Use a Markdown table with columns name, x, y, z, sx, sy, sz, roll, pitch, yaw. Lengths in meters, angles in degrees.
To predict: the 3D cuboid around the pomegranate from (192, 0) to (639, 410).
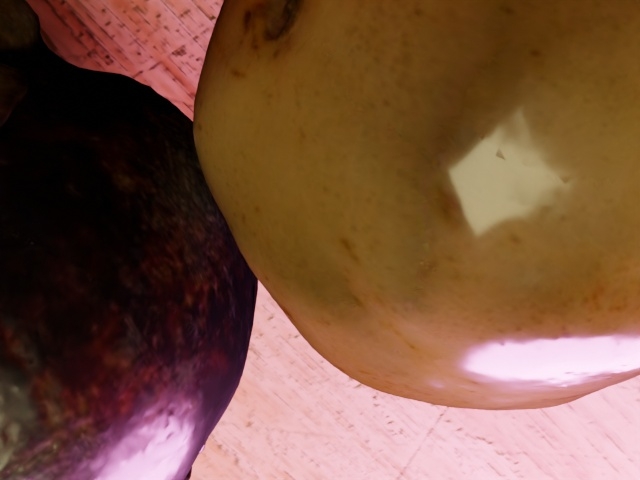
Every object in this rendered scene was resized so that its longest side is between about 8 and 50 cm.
| name | x | y | z | sx | sy | sz | roll | pitch | yaw |
| --- | --- | --- | --- | --- | --- | --- | --- | --- | --- |
| pomegranate | 0.106 | -0.060 | 0.665 | 0.319 | 0.319 | 0.319 | 0 | 129 | 1 |

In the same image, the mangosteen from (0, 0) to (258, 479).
| name | x | y | z | sx | sy | sz | roll | pitch | yaw |
| --- | --- | --- | --- | --- | --- | --- | --- | --- | --- |
| mangosteen | -0.188 | 0.027 | 0.725 | 0.330 | 0.330 | 0.330 | 0 | 129 | 1 |
